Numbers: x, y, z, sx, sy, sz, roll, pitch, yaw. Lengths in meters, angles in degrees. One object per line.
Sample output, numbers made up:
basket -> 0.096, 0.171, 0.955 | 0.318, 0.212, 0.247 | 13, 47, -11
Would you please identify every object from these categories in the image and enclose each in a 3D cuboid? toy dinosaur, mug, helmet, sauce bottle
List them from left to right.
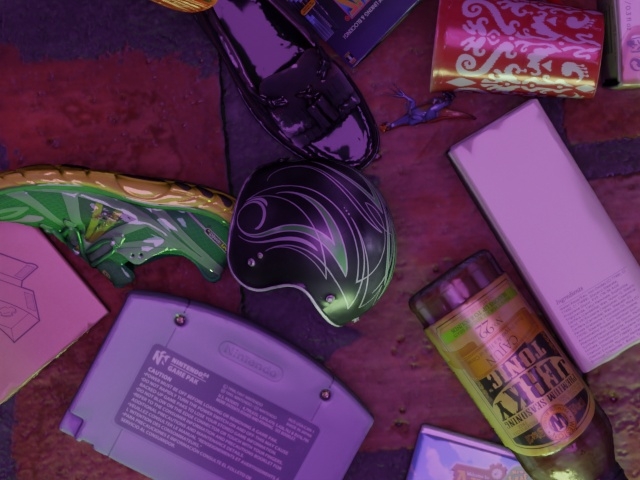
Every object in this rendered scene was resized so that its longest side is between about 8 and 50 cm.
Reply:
helmet -> 0.000, 0.000, 1.604 | 0.161, 0.169, 0.169 | 10, 93, 18
toy dinosaur -> 0.107, -0.131, 1.655 | 0.082, 0.047, 0.090 | -41, 101, 22
mug -> 0.204, -0.218, 1.596 | 0.169, 0.113, 0.150 | 7, 82, 5
sauce bottle -> 0.231, 0.173, 1.618 | 0.111, 0.111, 0.344 | -37, 87, 4

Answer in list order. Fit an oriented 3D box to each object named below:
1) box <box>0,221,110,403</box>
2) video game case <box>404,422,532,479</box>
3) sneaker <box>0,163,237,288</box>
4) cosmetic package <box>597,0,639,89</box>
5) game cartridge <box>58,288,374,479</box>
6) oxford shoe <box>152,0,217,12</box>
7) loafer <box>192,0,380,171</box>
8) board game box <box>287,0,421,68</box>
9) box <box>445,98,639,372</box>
box -> -0.356, 0.054, 1.692 | 0.164, 0.021, 0.201 | -40, 91, 4
video game case -> 0.186, 0.319, 1.679 | 0.212, 0.023, 0.193 | 15, 93, 2
sneaker -> -0.231, -0.014, 1.634 | 0.295, 0.109, 0.124 | 9, 93, -2
cosmetic package -> 0.440, -0.227, 1.580 | 0.296, 0.153, 0.129 | -4, 94, 4
game cartridge -> -0.104, 0.182, 1.655 | 0.297, 0.062, 0.198 | 28, 91, -6
oxford shoe -> -0.175, -0.296, 1.557 | 0.097, 0.271, 0.098 | 22, 93, -38
loafer -> -0.051, -0.191, 1.629 | 0.109, 0.095, 0.302 | -39, 90, 2
board game box -> 0.043, -0.285, 1.602 | 0.141, 0.048, 0.170 | 46, 127, 0
box -> 0.247, -0.006, 1.626 | 0.113, 0.094, 0.275 | -30, 91, 3
